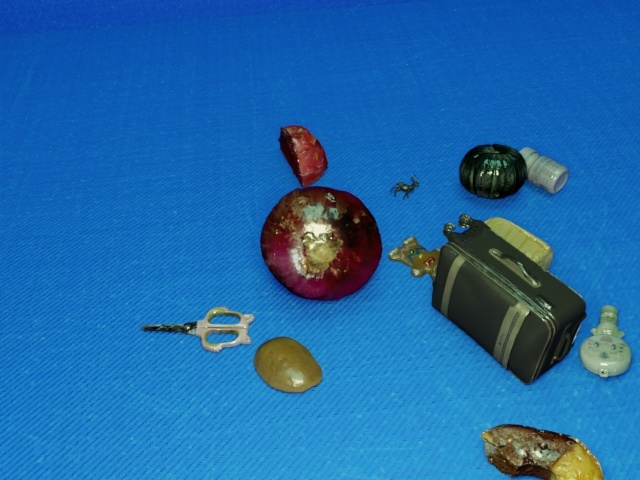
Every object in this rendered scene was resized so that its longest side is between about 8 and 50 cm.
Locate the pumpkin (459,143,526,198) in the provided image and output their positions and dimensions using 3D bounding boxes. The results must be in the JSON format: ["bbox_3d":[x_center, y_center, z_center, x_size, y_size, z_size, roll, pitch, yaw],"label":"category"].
[{"bbox_3d":[0.577,-0.233,2.208,0.220,0.162,0.220,1,35,-1],"label":"pumpkin"}]

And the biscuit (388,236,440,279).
[{"bbox_3d":[0.317,0.060,2.009,0.138,0.031,0.205,-34,53,-29],"label":"biscuit"}]

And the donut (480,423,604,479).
[{"bbox_3d":[0.511,0.509,1.474,0.151,0.112,0.295,-33,53,-32],"label":"donut"}]

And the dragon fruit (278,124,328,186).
[{"bbox_3d":[-0.062,-0.323,2.358,0.189,0.163,0.262,5,35,-34],"label":"dragon fruit"}]

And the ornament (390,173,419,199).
[{"bbox_3d":[0.297,-0.190,2.272,0.073,0.028,0.125,22,51,22],"label":"ornament"}]

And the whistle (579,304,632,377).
[{"bbox_3d":[0.758,0.271,1.745,0.126,0.067,0.258,4,38,24],"label":"whistle"}]

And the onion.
[{"bbox_3d":[0.000,0.000,1.925,0.347,0.348,0.385,-4,8,-2],"label":"onion"}]

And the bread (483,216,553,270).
[{"bbox_3d":[0.571,0.029,1.974,0.140,0.106,0.236,-33,51,-26],"label":"bread"}]

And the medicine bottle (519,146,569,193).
[{"bbox_3d":[0.751,-0.239,2.248,0.105,0.105,0.168,-31,51,-26],"label":"medicine bottle"}]

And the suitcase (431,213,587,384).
[{"bbox_3d":[0.469,0.152,1.725,0.194,0.283,0.434,-28,51,-27],"label":"suitcase"}]

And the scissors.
[{"bbox_3d":[-0.346,0.246,1.844,0.317,0.024,0.160,0,44,3],"label":"scissors"}]

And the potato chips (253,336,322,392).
[{"bbox_3d":[-0.090,0.321,1.740,0.150,0.049,0.201,-22,41,-27],"label":"potato chips"}]
